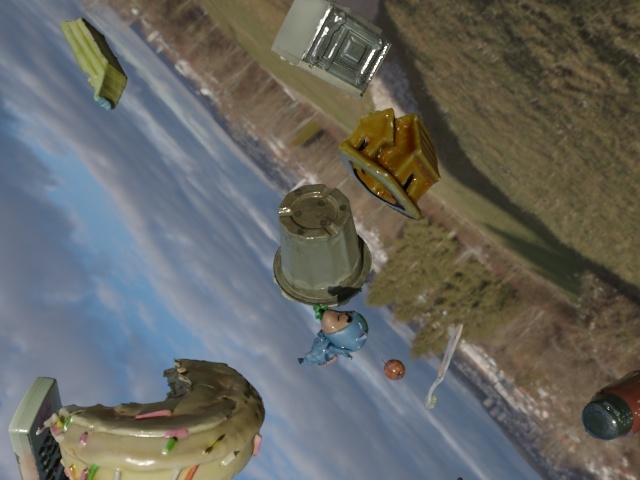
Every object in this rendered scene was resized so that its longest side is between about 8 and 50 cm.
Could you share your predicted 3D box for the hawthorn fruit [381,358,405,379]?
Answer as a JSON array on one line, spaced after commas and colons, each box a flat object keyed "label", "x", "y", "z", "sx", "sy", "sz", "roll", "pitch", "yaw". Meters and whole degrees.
[{"label": "hawthorn fruit", "x": 0.213, "y": 0.389, "z": 2.008, "sx": 0.103, "sy": 0.066, "sz": 0.067, "roll": 21, "pitch": 160, "yaw": 49}]

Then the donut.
[{"label": "donut", "x": -0.256, "y": 0.334, "z": 1.153, "sx": 0.308, "sy": 0.150, "sz": 0.371, "roll": 8, "pitch": -169, "yaw": 28}]

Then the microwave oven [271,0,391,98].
[{"label": "microwave oven", "x": 0.035, "y": -0.490, "z": 1.628, "sx": 0.241, "sy": 0.193, "sz": 0.145, "roll": 15, "pitch": -157, "yaw": -46}]

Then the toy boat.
[{"label": "toy boat", "x": -0.568, "y": -0.459, "z": 1.662, "sx": 0.276, "sy": 0.084, "sz": 0.111, "roll": 61, "pitch": -169, "yaw": 23}]

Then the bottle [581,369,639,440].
[{"label": "bottle", "x": 0.811, "y": 0.442, "z": 1.748, "sx": 0.336, "sy": 0.143, "sz": 0.144, "roll": -3, "pitch": -141, "yaw": -44}]

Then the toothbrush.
[{"label": "toothbrush", "x": 0.364, "y": 0.378, "z": 1.936, "sx": 0.028, "sy": 0.037, "sz": 0.375, "roll": -108, "pitch": 22, "yaw": -50}]

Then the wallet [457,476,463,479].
[{"label": "wallet", "x": 0.411, "y": 0.739, "z": 1.661, "sx": 0.285, "sy": 0.030, "sz": 0.146, "roll": -97, "pitch": -17, "yaw": -74}]

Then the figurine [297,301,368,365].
[{"label": "figurine", "x": 0.017, "y": 0.215, "z": 1.501, "sx": 0.144, "sy": 0.178, "sz": 0.114, "roll": 50, "pitch": -168, "yaw": 0}]

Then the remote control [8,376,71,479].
[{"label": "remote control", "x": -0.566, "y": 0.443, "z": 1.349, "sx": 0.145, "sy": 0.050, "sz": 0.343, "roll": -85, "pitch": 2, "yaw": -55}]

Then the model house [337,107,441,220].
[{"label": "model house", "x": 0.199, "y": -0.229, "z": 1.692, "sx": 0.173, "sy": 0.239, "sz": 0.268, "roll": 24, "pitch": 162, "yaw": 48}]

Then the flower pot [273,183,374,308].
[{"label": "flower pot", "x": 0.000, "y": 0.000, "z": 1.748, "sx": 0.290, "sy": 0.291, "sz": 0.259, "roll": 47, "pitch": 158, "yaw": 32}]
